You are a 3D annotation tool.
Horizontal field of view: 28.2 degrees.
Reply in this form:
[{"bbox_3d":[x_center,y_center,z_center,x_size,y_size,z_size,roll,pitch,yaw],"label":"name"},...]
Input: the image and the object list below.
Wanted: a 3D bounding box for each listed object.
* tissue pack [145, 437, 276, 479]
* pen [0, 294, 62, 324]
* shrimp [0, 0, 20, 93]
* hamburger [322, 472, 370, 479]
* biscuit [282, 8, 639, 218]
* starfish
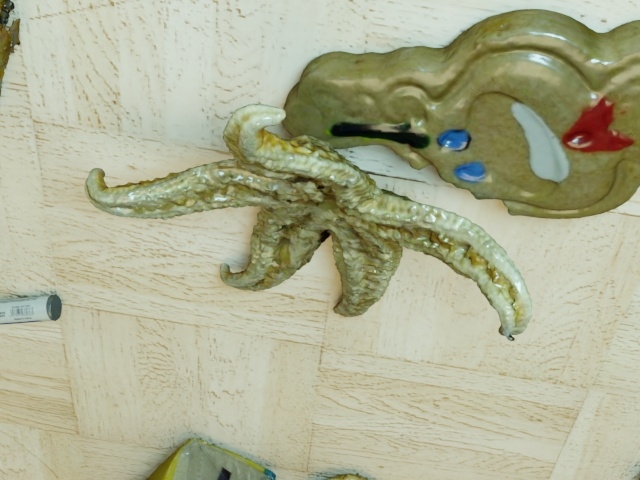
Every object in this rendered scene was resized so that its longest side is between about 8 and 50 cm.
[{"bbox_3d":[-0.167,0.357,1.395,0.134,0.192,0.271,23,140,-17],"label":"tissue pack"},{"bbox_3d":[-0.337,0.072,1.213,0.204,0.025,0.025,-6,139,21],"label":"pen"},{"bbox_3d":[-0.283,-0.146,0.925,0.124,0.034,0.178,25,144,-8],"label":"shrimp"},{"bbox_3d":[0.024,0.282,1.377,0.083,0.044,0.076,-22,131,38],"label":"hamburger"},{"bbox_3d":[0.131,-0.085,0.895,0.319,0.047,0.183,9,139,5],"label":"biscuit"},{"bbox_3d":[0.005,-0.009,0.954,0.327,0.094,0.375,11,161,26],"label":"starfish"}]
